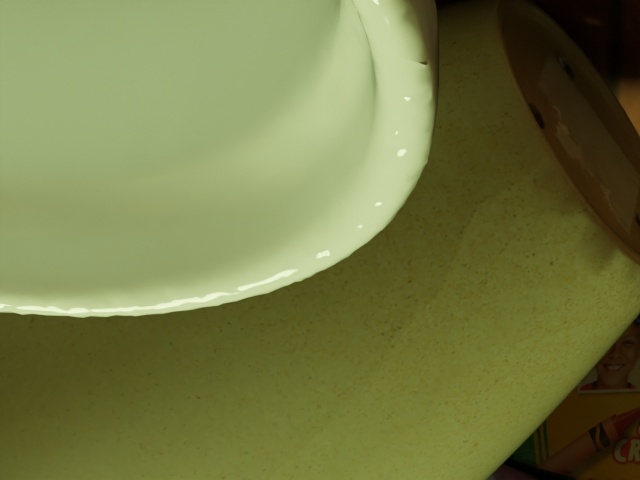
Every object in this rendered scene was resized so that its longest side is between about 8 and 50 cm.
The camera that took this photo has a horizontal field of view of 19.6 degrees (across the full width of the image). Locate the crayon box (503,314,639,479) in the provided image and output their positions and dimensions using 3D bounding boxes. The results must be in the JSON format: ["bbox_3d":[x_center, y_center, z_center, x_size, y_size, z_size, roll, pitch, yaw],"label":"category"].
[{"bbox_3d":[0.202,0.055,0.870,0.278,0.165,0.081,11,167,44],"label":"crayon box"}]

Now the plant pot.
[{"bbox_3d":[-0.001,0.023,0.765,0.274,0.256,0.256,-32,144,23],"label":"plant pot"}]

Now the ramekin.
[{"bbox_3d":[-0.100,-0.103,0.421,0.277,0.135,0.277,10,152,5],"label":"ramekin"}]

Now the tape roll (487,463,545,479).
[{"bbox_3d":[0.063,0.245,0.883,0.090,0.274,0.275,21,171,-11],"label":"tape roll"}]
